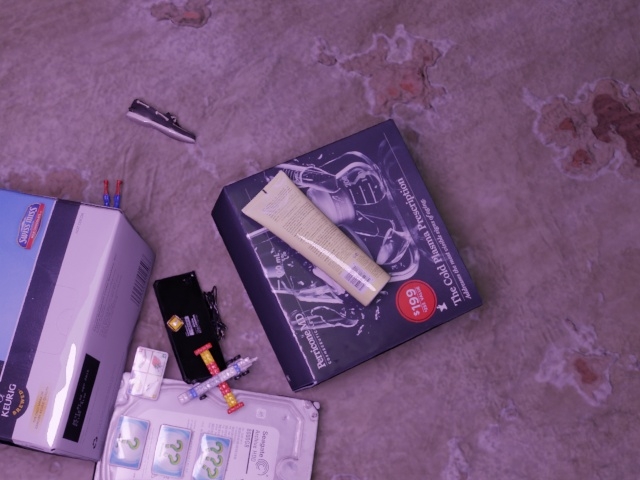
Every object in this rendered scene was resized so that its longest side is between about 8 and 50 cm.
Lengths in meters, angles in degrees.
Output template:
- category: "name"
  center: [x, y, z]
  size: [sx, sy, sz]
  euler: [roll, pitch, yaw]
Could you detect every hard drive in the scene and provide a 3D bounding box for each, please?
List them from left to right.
- category: "hard drive"
  center: [-0.181, 0.346, 1.622]
  size: [0.339, 0.064, 0.236]
  euler: [12, 75, -11]

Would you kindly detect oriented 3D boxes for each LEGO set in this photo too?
- category: "LEGO set"
  center: [-0.207, 0.241, 1.572]
  size: [0.183, 0.060, 0.244]
  euler: [15, 80, -10]

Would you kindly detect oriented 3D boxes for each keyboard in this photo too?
- category: "keyboard"
  center: [-0.202, 0.142, 1.669]
  size: [0.100, 0.038, 0.192]
  euler: [-12, 65, -18]

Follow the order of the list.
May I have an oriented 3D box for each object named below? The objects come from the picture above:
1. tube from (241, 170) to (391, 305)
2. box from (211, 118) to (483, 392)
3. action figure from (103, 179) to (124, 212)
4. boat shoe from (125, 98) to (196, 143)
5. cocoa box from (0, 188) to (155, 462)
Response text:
- category: "tube"
  center: [0.000, 0.000, 1.564]
  size: [0.240, 0.062, 0.070]
  euler: [41, 29, 4]
- category: "box"
  center: [0.037, 0.028, 1.685]
  size: [0.313, 0.179, 0.343]
  euler: [-24, 84, -16]
- category: "action figure"
  center: [-0.344, -0.041, 1.689]
  size: [0.038, 0.030, 0.115]
  euler: [3, 82, -7]
- category: "boat shoe"
  center: [-0.266, -0.201, 1.737]
  size: [0.125, 0.046, 0.038]
  euler: [22, 78, 1]
- category: "cocoa box"
  center: [-0.415, 0.127, 1.505]
  size: [0.228, 0.231, 0.347]
  euler: [11, 74, 7]
